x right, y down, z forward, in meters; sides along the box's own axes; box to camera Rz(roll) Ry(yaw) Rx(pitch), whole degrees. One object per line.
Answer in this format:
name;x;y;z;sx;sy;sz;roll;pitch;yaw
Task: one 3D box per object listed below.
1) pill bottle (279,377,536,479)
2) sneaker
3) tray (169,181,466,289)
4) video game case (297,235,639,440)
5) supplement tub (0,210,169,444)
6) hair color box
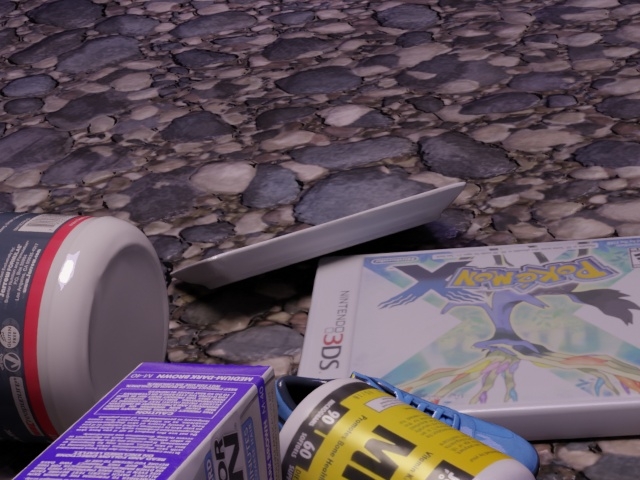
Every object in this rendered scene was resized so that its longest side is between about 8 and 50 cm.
pill bottle;0.074;0.185;1.212;0.208;0.119;0.119;24;38;34
sneaker;0.060;0.144;1.333;0.209;0.082;0.069;9;49;18
tray;0.000;0.000;1.694;0.270;0.030;0.145;-17;-2;-20
video game case;0.149;0.081;1.524;0.329;0.036;0.300;-4;26;7
supplement tub;-0.280;0.069;1.476;0.272;0.191;0.191;3;27;20
hair color box;-0.117;0.215;1.075;0.110;0.185;0.339;1;17;19
